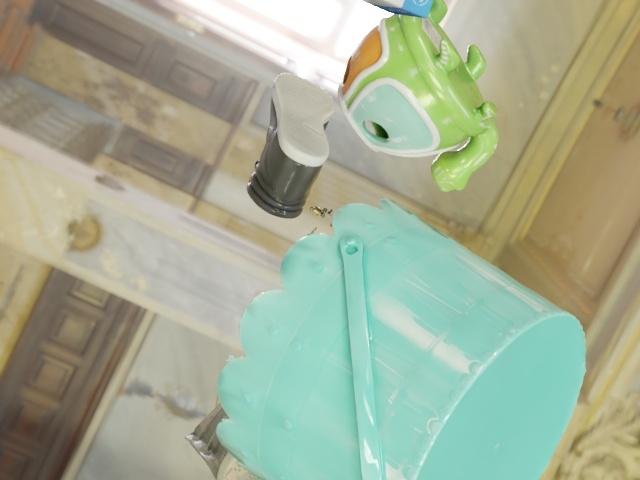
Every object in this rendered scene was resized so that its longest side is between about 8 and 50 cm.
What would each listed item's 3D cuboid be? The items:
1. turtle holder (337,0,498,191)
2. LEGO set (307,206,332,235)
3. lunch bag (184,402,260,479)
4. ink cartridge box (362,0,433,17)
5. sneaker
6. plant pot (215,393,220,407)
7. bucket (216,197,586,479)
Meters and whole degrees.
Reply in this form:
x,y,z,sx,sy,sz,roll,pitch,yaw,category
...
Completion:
x,y,z,sx,sy,sz,roll,pitch,yaw,category
0.176,-0.252,1.926,0.227,0.320,0.243,-29,-123,20,turtle holder
0.002,0.000,1.308,0.023,0.054,0.083,-46,-154,48,LEGO set
-0.002,0.226,1.258,0.235,0.169,0.287,-46,-160,-8,lunch bag
0.046,-0.367,1.326,0.078,0.231,0.134,24,-81,51,ink cartridge box
-0.052,-0.143,1.665,0.295,0.105,0.147,-89,-155,-58,sneaker
-0.101,0.260,1.688,0.109,0.109,0.096,-46,132,-50,plant pot
0.071,0.124,0.895,0.281,0.183,0.281,-31,137,-35,bucket
